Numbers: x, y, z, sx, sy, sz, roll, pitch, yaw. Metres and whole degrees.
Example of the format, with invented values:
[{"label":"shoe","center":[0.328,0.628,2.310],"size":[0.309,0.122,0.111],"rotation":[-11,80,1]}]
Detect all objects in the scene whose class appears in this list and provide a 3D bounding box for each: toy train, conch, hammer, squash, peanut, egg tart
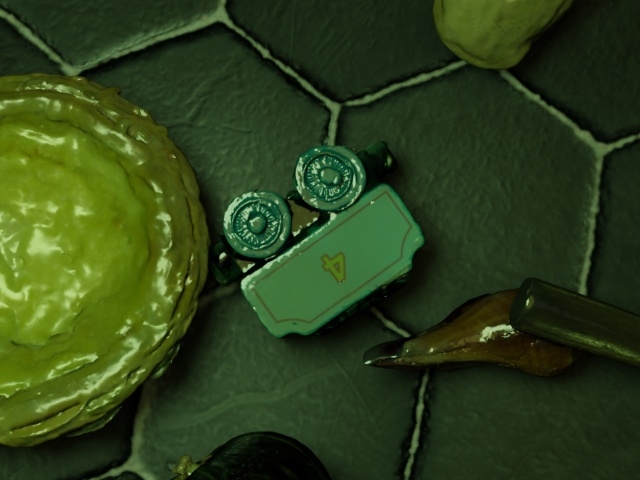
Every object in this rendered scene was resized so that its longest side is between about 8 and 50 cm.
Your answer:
[{"label":"toy train","center":[0.000,0.000,1.462],"size":[0.198,0.107,0.154],"rotation":[-33,88,-2]},{"label":"conch","center":[0.155,0.082,1.446],"size":[0.233,0.086,0.080],"rotation":[2,81,2]},{"label":"hammer","center":[0.376,0.124,1.407],"size":[0.440,0.044,0.168],"rotation":[18,81,-7]},{"label":"squash","center":[-0.075,0.249,1.380],"size":[0.193,0.193,0.155],"rotation":[-16,96,0]},{"label":"peanut","center":[0.205,-0.307,1.486],"size":[0.148,0.147,0.318],"rotation":[31,89,7]},{"label":"egg tart","center":[-0.263,0.018,1.455],"size":[0.345,0.132,0.345],"rotation":[-1,82,4]}]
